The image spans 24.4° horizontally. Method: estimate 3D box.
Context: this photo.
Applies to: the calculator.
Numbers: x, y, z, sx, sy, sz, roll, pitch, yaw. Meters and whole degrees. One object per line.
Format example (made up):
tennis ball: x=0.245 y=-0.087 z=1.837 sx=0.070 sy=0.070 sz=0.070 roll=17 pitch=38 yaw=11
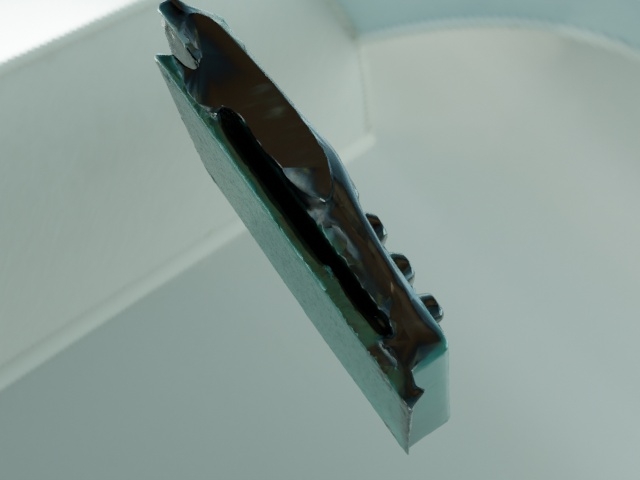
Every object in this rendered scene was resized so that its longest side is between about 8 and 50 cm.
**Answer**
calculator: x=0.000 y=0.000 z=0.921 sx=0.058 sy=0.248 sz=0.274 roll=-34 pitch=-108 yaw=-5
